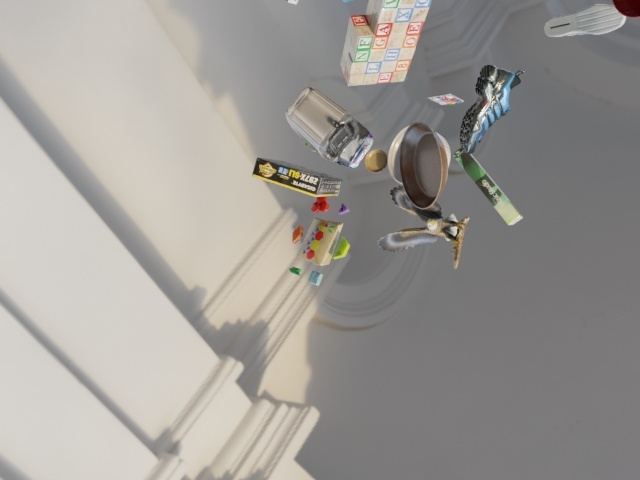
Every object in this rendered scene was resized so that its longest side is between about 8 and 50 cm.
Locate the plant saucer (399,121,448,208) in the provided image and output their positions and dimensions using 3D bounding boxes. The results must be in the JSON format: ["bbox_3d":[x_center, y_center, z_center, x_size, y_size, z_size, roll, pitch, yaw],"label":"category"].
[{"bbox_3d":[0.240,-0.172,1.325,0.036,0.198,0.198,-9,-160,-18],"label":"plant saucer"}]

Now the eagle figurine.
[{"bbox_3d":[0.378,-0.058,2.103,0.298,0.225,0.226,14,-127,15],"label":"eagle figurine"}]

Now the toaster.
[{"bbox_3d":[0.003,-0.301,1.497,0.129,0.146,0.227,-50,169,6],"label":"toaster"}]

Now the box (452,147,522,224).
[{"bbox_3d":[0.616,-0.195,2.125,0.058,0.322,0.232,-41,167,17],"label":"box"}]

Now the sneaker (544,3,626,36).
[{"bbox_3d":[0.884,-0.733,1.926,0.091,0.094,0.258,-28,-152,-38],"label":"sneaker"}]

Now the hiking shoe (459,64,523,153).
[{"bbox_3d":[0.556,-0.415,1.904,0.132,0.304,0.113,9,-146,-8],"label":"hiking shoe"}]

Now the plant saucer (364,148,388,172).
[{"bbox_3d":[0.197,-0.277,2.029,0.083,0.083,0.015,-24,168,16],"label":"plant saucer"}]

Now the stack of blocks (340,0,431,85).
[{"bbox_3d":[0.165,-0.549,1.521,0.171,0.297,0.087,-8,-118,-13],"label":"stack of blocks"}]

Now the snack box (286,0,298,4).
[{"bbox_3d":[-0.066,-0.659,1.396,0.037,0.100,0.141,-7,137,-53],"label":"snack box"}]

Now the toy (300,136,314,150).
[{"bbox_3d":[0.045,-0.425,2.504,0.237,0.056,0.137,-3,-145,-30],"label":"toy"}]

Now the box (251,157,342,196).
[{"bbox_3d":[-0.080,-0.236,2.184,0.257,0.079,0.322,20,-170,12],"label":"box"}]

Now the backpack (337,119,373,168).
[{"bbox_3d":[0.087,-0.344,2.011,0.158,0.117,0.173,-57,-156,8],"label":"backpack"}]

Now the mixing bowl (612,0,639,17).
[{"bbox_3d":[0.750,-0.581,1.276,0.098,0.181,0.181,-1,-163,-21],"label":"mixing bowl"}]

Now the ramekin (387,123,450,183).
[{"bbox_3d":[0.335,-0.277,1.932,0.207,0.109,0.207,-14,-108,47],"label":"ramekin"}]

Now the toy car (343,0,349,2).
[{"bbox_3d":[0.165,-0.853,1.732,0.219,0.210,0.238,-24,-163,-9],"label":"toy car"}]

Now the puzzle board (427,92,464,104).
[{"bbox_3d":[0.500,-0.560,2.310,0.096,0.011,0.128,-1,177,39],"label":"puzzle board"}]

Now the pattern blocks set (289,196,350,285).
[{"bbox_3d":[0.000,0.000,2.181,0.285,0.026,0.325,31,-91,44],"label":"pattern blocks set"}]
